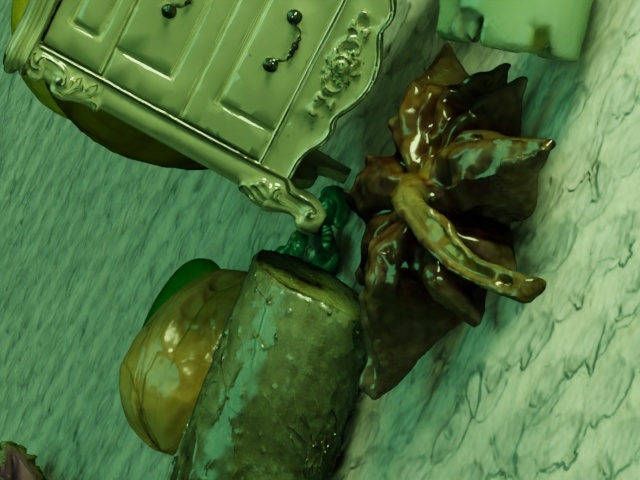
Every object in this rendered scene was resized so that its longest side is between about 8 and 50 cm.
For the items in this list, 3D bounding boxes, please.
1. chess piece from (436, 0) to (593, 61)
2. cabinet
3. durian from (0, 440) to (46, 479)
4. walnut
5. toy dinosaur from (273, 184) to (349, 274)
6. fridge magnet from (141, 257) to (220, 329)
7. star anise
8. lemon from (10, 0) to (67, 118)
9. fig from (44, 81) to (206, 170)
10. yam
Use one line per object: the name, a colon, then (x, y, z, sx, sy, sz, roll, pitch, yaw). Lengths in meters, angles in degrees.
chess piece: (0.175, -0.297, 1.390, 0.194, 0.194, 0.299, -155, 74, -67)
cabinet: (-0.065, -0.218, 1.596, 0.290, 0.318, 0.227, -61, -1, 17)
durian: (-0.391, 0.386, 2.271, 0.341, 0.112, 0.191, -139, 59, -74)
walnut: (-0.106, 0.120, 1.735, 0.207, 0.159, 0.159, -57, 14, -27)
toy dinosaur: (0.000, 0.000, 1.718, 0.096, 0.059, 0.132, -56, 19, 19)
fridge magnet: (-0.148, 0.121, 1.917, 0.208, 0.088, 0.208, -45, 36, 46)
star anise: (0.096, -0.031, 1.448, 0.292, 0.109, 0.350, 119, 157, -45)
lemon: (-0.282, -0.282, 2.311, 0.267, 0.267, 0.267, -47, 33, 45)
fig: (-0.133, -0.248, 1.888, 0.343, 0.343, 0.343, -47, 33, 45)
yam: (-0.041, 0.146, 1.593, 0.254, 0.154, 0.154, -69, 23, 1)
